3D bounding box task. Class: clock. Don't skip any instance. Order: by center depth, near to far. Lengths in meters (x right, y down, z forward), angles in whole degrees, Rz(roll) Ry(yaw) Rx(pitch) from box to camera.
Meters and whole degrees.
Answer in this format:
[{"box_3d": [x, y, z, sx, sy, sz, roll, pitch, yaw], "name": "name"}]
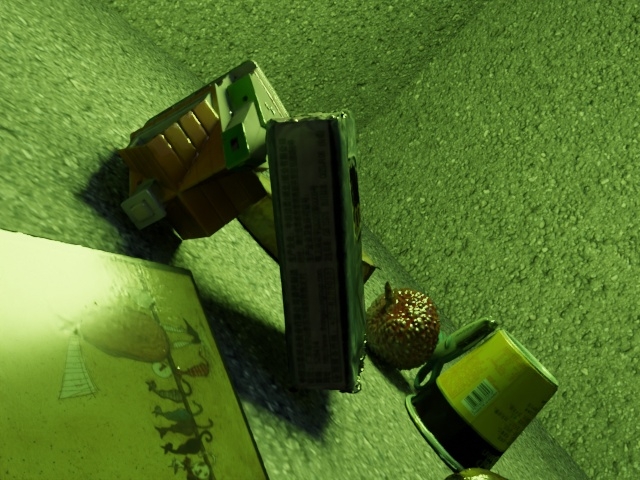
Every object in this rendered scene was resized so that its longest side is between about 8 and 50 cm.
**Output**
[{"box_3d": [-0.175, -0.117, 1.045, 0.166, 0.235, 0.309, 57, 16, -21], "name": "clock"}]

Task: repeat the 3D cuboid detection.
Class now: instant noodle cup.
[{"box_3d": [0.309, 0.299, 1.325, 0.215, 0.236, 0.215, 41, 10, -9], "name": "instant noodle cup"}]

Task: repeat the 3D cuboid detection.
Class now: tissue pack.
[{"box_3d": [0.000, 0.000, 0.994, 0.259, 0.122, 0.361, -66, 154, -78], "name": "tissue pack"}]

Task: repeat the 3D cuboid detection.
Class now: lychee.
[{"box_3d": [0.163, 0.172, 1.446, 0.197, 0.165, 0.165, 59, 1, -30], "name": "lychee"}]

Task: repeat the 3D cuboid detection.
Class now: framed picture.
[{"box_3d": [-0.149, 0.115, 0.540, 0.255, 0.014, 0.338, 66, 16, 18], "name": "framed picture"}]

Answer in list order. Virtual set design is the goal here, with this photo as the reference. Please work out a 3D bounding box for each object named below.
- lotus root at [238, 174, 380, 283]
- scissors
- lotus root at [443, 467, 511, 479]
[{"box_3d": [-0.046, -0.023, 1.589, 0.390, 0.111, 0.375, 29, 17, -51], "name": "lotus root"}, {"box_3d": [0.269, 0.214, 1.431, 0.041, 0.289, 0.138, 27, 56, -10], "name": "scissors"}, {"box_3d": [0.269, 0.411, 0.993, 0.241, 0.123, 0.124, 45, 0, -16], "name": "lotus root"}]
